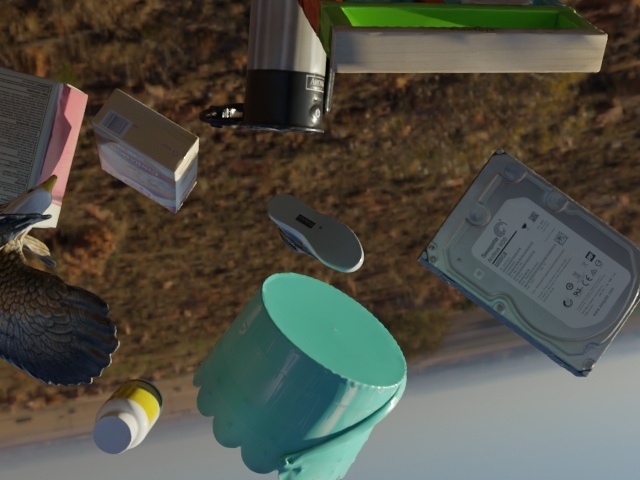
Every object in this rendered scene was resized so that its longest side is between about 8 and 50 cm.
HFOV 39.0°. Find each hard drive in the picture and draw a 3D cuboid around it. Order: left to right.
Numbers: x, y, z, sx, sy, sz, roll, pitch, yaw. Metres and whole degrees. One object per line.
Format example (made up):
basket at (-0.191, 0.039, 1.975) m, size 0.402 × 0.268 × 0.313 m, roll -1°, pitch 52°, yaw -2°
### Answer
hard drive at (0.365, 0.036, 1.513) m, size 0.237 × 0.339 × 0.064 m, roll -52°, pitch 175°, yaw -8°

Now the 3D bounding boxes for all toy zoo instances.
toy zoo at (0.078, -0.199, 0.726) m, size 0.192 × 0.030 × 0.293 m, roll -2°, pitch -149°, yaw -11°

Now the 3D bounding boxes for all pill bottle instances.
pill bottle at (-0.236, 0.216, 1.104) m, size 0.065 × 0.065 × 0.116 m, roll -11°, pitch -171°, yaw 6°

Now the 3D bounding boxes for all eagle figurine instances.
eagle figurine at (-0.358, 0.018, 0.986) m, size 0.226 × 0.225 × 0.298 m, roll 7°, pitch -157°, yaw -29°

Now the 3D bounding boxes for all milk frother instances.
milk frother at (-0.058, -0.178, 0.914) m, size 0.143 × 0.134 × 0.129 m, roll 5°, pitch -175°, yaw 11°

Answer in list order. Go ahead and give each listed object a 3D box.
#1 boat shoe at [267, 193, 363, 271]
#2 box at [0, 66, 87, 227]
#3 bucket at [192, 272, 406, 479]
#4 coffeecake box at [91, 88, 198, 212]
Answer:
boat shoe at (0.000, 0.000, 1.371) m, size 0.065 × 0.183 × 0.083 m, roll -45°, pitch 150°, yaw -14°
box at (-0.483, -0.148, 1.440) m, size 0.149 × 0.232 × 0.127 m, roll 15°, pitch -179°, yaw 5°
bucket at (-0.023, 0.190, 1.288) m, size 0.281 × 0.281 × 0.183 m, roll 4°, pitch 127°, yaw -52°
coffeecake box at (-0.262, -0.131, 1.370) m, size 0.142 × 0.068 × 0.185 m, roll 31°, pitch 161°, yaw 2°
